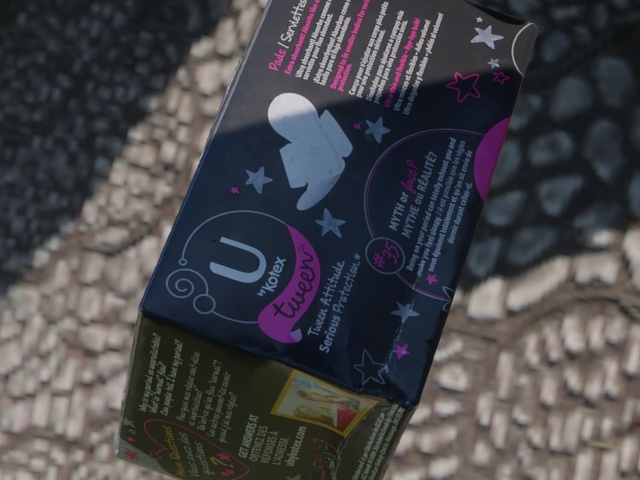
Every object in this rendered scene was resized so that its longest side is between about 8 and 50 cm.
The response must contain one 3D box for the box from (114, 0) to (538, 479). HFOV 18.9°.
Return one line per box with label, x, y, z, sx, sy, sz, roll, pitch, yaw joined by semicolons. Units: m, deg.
box;0.000;0.000;0.998;0.163;0.142;0.247;108;-177;-56
